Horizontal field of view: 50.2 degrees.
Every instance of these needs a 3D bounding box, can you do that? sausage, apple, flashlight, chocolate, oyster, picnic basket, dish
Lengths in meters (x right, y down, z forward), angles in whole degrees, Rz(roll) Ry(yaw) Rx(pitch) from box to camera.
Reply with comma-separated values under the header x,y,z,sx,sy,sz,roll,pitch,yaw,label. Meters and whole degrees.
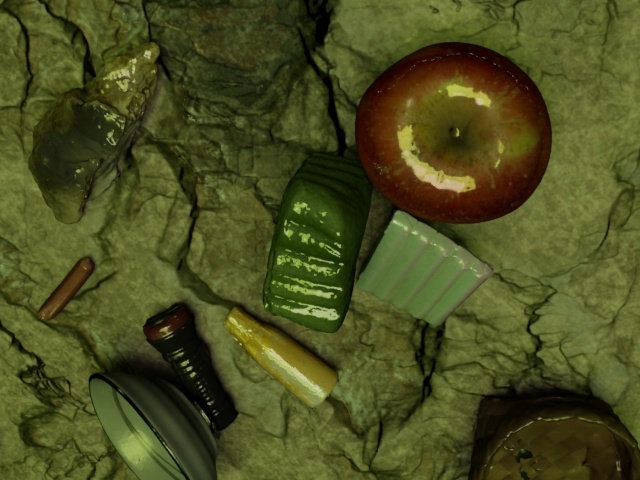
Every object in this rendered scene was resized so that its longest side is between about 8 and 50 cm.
x,y,z,sx,sy,sz,roll,pitch,yaw,label
-0.439,0.084,1.185,0.035,0.030,0.147,42,106,-11,sausage
0.185,-0.149,0.970,0.271,0.206,0.252,-4,95,4,apple
-0.217,0.224,1.184,0.093,0.093,0.232,-23,107,12,flashlight
-0.071,0.192,1.167,0.219,0.086,0.086,41,106,-4,chocolate
-0.358,-0.165,1.058,0.341,0.110,0.166,-35,96,27,oyster
0.377,0.434,1.074,0.292,0.337,0.338,0,107,5,picnic basket
-0.264,0.332,1.170,0.316,0.106,0.317,30,140,30,dish

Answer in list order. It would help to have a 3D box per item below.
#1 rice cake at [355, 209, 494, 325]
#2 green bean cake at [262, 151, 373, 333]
x,y,z,sx,sy,sz,roll,pitch,yaw,label
0.154,0.051,1.063,0.189,0.037,0.198,29,144,-6,rice cake
0.000,0.000,1.005,0.124,0.248,0.222,12,109,3,green bean cake
